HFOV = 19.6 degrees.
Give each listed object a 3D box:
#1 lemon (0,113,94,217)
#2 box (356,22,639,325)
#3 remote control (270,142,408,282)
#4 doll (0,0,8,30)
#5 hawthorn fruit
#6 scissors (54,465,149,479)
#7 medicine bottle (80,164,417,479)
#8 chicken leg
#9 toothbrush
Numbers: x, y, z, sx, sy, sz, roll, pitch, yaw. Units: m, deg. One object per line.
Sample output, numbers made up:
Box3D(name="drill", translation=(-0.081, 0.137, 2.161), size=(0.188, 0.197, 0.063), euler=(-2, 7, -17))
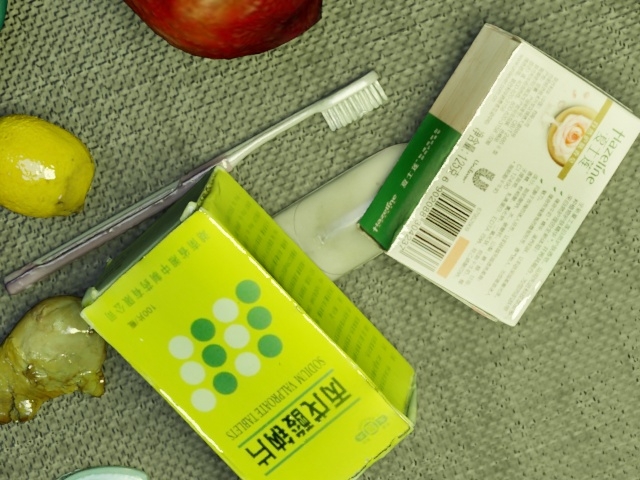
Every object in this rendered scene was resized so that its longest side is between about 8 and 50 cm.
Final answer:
Box3D(name="lemon", translation=(-0.236, -0.061, 1.499), size=(0.111, 0.082, 0.082), euler=(24, 95, 3))
Box3D(name="box", translation=(0.141, -0.051, 1.454), size=(0.135, 0.081, 0.199), euler=(31, 98, -25))
Box3D(name="remote control", translation=(0.000, 0.000, 1.507), size=(0.229, 0.044, 0.073), euler=(-31, 95, 6))
Box3D(name="doll", translation=(-0.360, -0.234, 1.450), size=(0.198, 0.186, 0.322), euler=(-18, 73, -25))
Box3D(name="hawthorn fruit", translation=(-0.097, -0.270, 1.425), size=(0.266, 0.210, 0.230), euler=(27, 109, 15))
Box3D(name="scissors", translation=(-0.303, 0.242, 1.552), size=(0.360, 0.029, 0.191), euler=(18, 91, 4))
Box3D(name="medicine bottle", translation=(-0.053, 0.083, 1.447), size=(0.137, 0.141, 0.250), euler=(-42, 100, 12))
Box3D(name="chicken leg", translation=(-0.238, 0.117, 1.524), size=(0.178, 0.070, 0.093), euler=(-40, 97, 12))
Box3D(name="toothbrush", translation=(-0.103, -0.042, 1.521), size=(0.354, 0.024, 0.029), euler=(-29, 100, 4))
